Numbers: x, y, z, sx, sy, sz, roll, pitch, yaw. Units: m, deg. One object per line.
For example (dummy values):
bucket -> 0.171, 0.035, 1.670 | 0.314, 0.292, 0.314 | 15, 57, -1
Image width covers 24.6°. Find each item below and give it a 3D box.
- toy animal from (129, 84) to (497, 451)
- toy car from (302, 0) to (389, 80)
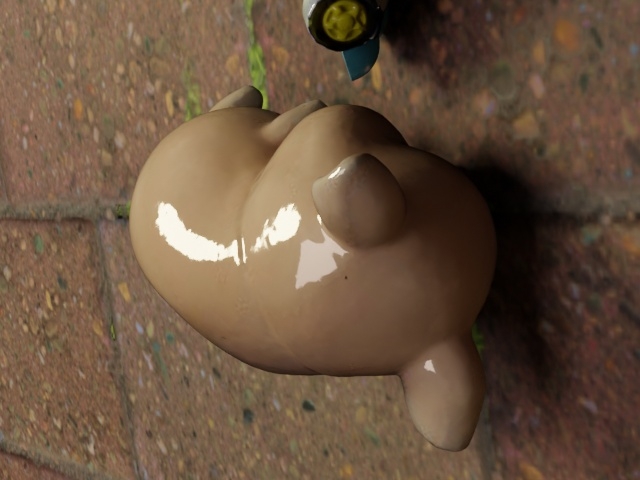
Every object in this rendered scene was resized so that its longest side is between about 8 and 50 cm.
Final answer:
toy animal -> -0.009, -0.001, 0.809 | 0.166, 0.154, 0.250 | 44, 163, -33
toy car -> 0.021, -0.177, 0.787 | 0.126, 0.098, 0.161 | -102, -11, -54
